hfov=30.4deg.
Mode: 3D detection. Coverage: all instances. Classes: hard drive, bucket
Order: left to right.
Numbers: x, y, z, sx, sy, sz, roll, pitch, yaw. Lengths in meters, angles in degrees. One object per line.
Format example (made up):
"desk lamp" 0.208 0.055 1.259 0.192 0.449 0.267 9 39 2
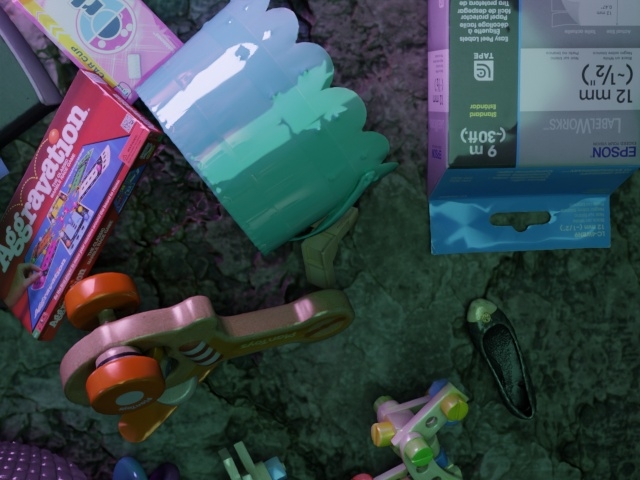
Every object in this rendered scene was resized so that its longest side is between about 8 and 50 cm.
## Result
"hard drive" -0.438 -0.217 1.362 0.172 0.054 0.254 -37 101 -3
"bucket" -0.064 -0.128 1.324 0.183 0.281 0.281 -38 101 -2

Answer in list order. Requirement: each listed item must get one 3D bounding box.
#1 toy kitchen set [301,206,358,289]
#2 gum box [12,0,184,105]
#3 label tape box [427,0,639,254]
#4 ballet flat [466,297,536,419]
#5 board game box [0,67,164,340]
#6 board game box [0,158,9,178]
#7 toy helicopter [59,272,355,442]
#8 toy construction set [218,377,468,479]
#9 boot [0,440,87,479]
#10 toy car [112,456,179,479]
"toy kitchen set" 0.000 0.000 1.473 0.068 0.075 0.083 21 55 25
"gum box" -0.260 -0.254 1.380 0.107 0.062 0.188 -45 101 -1
"label tape box" 0.263 -0.153 1.448 0.249 0.115 0.347 -2 96 -8
"ballet flat" 0.239 0.151 1.513 0.057 0.049 0.173 -28 100 -5
"board game box" -0.291 -0.041 1.343 0.027 0.145 0.281 10 116 -53
"board game box" -0.562 -0.100 1.311 0.336 0.079 0.253 -27 101 9
"toy helicopter" -0.130 0.131 1.395 0.355 0.235 0.140 -12 60 -18
"toy construction set" 0.042 0.301 1.452 0.328 0.151 0.215 -17 124 1
"boot" -0.440 0.358 1.398 0.338 0.118 0.222 5 114 1
"toy car" -0.204 0.338 1.436 0.182 0.159 0.136 41 55 -11
